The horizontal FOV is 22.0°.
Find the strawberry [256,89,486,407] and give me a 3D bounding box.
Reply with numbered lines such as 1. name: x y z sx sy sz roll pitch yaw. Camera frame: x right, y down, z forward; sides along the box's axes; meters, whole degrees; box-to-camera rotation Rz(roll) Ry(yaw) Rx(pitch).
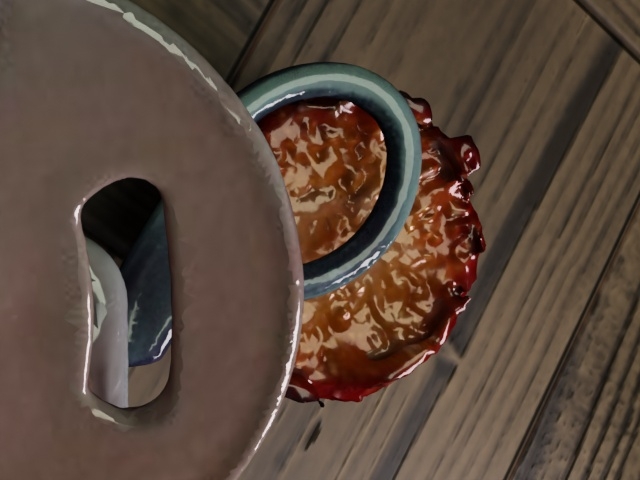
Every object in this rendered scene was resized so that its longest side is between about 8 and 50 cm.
1. strawberry: 0.000 0.000 0.715 0.145 0.086 0.145 0 91 -8

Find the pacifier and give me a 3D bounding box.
1. pacifier: -0.167 0.034 0.515 0.332 0.273 0.220 -2 78 -8

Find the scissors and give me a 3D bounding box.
1. scissors: -0.129 0.084 0.641 0.256 0.029 0.383 19 89 -9
